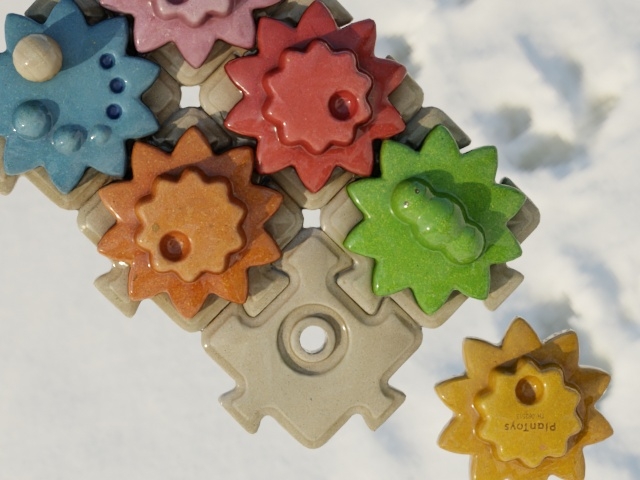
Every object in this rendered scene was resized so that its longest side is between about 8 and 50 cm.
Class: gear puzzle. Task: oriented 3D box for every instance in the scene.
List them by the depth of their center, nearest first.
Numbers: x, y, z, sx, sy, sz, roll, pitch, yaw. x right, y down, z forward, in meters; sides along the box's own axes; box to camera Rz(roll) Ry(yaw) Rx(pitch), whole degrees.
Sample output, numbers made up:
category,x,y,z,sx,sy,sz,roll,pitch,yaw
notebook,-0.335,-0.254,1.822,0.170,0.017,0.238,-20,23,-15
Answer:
category,x,y,z,sx,sy,sz,roll,pitch,yaw
gear puzzle,0.000,0.000,0.676,0.175,0.339,0.044,-45,7,-1
